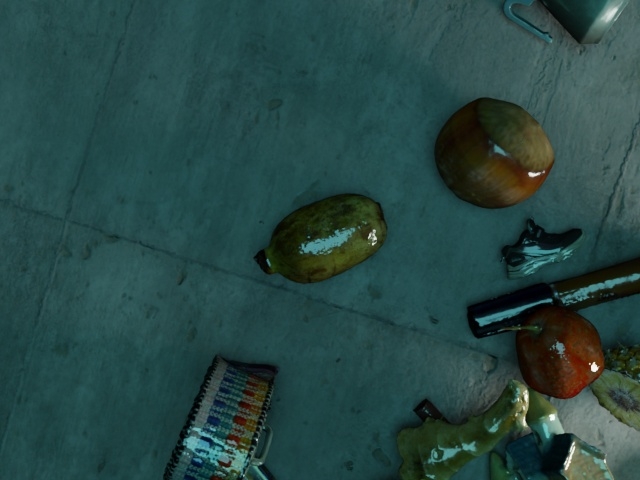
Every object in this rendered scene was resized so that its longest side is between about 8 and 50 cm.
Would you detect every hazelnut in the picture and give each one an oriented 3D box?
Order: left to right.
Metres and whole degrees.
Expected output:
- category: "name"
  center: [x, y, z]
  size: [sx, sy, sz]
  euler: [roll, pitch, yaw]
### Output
- category: "hazelnut"
  center: [0.311, -0.155, 1.606]
  size: [0.214, 0.176, 0.214]
  euler: [9, 110, 25]

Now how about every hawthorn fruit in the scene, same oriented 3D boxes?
- category: "hawthorn fruit"
  center: [0.416, 0.184, 1.577]
  size: [0.162, 0.163, 0.203]
  euler: [-38, 119, 3]

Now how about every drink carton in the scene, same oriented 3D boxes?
- category: "drink carton"
  center: [-0.113, 0.495, 1.703]
  size: [0.071, 0.056, 0.166]
  euler: [-39, 91, 6]

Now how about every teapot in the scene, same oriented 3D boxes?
- category: "teapot"
  center: [0.446, -0.466, 1.603]
  size: [0.225, 0.171, 0.203]
  euler: [35, 123, 7]

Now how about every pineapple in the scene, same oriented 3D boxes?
- category: "pineapple"
  center: [0.601, 0.252, 1.637]
  size: [0.176, 0.161, 0.137]
  euler: [34, 61, 30]

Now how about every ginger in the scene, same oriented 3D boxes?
- category: "ginger"
  center: [0.264, 0.353, 1.623]
  size: [0.294, 0.086, 0.131]
  euler: [-40, 66, 16]

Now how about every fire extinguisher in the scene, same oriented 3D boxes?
- category: "fire extinguisher"
  center: [0.238, 0.367, 1.694]
  size: [0.132, 0.039, 0.056]
  euler: [47, 126, -1]

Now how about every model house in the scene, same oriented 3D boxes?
- category: "model house"
  center: [0.407, 0.436, 1.593]
  size: [0.194, 0.267, 0.325]
  euler: [-18, 79, -10]

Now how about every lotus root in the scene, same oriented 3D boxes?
- category: "lotus root"
  center: [0.000, 0.000, 1.643]
  size: [0.260, 0.128, 0.145]
  euler: [-21, 78, -3]

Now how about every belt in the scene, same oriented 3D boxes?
- category: "belt"
  center: [-0.168, 0.349, 1.599]
  size: [0.160, 0.295, 0.207]
  euler: [23, 107, -2]

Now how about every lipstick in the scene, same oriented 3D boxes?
- category: "lipstick"
  center: [0.484, 0.099, 1.656]
  size: [0.418, 0.077, 0.077]
  euler: [-16, 92, 2]

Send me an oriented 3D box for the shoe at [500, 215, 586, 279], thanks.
- category: "shoe"
  center: [0.414, 0.002, 1.660]
  size: [0.169, 0.071, 0.099]
  euler: [-28, 89, 6]
